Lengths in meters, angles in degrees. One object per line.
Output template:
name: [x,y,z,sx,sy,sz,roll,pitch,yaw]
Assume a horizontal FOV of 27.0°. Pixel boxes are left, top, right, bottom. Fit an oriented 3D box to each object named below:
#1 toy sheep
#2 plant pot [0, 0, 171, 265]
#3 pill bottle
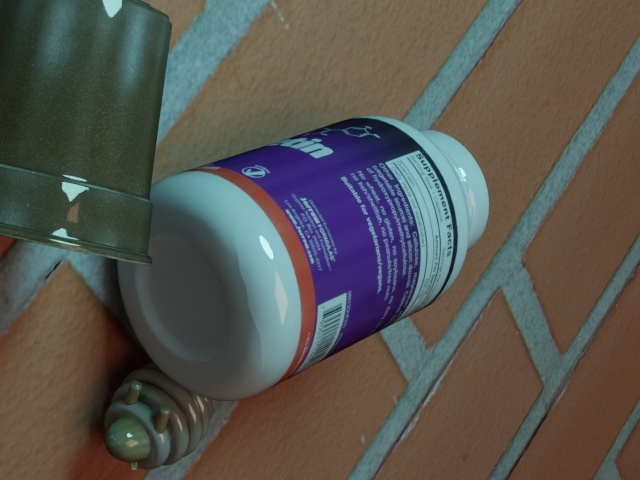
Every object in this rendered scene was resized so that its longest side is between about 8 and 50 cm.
toy sheep: [-0.129,0.139,1.094,0.132,0.091,0.091,-32,130,-47]
plant pot: [-0.176,-0.081,0.874,0.167,0.167,0.165,13,88,-54]
pill bottle: [0.000,0.000,1.112,0.323,0.181,0.182,-23,124,-46]
